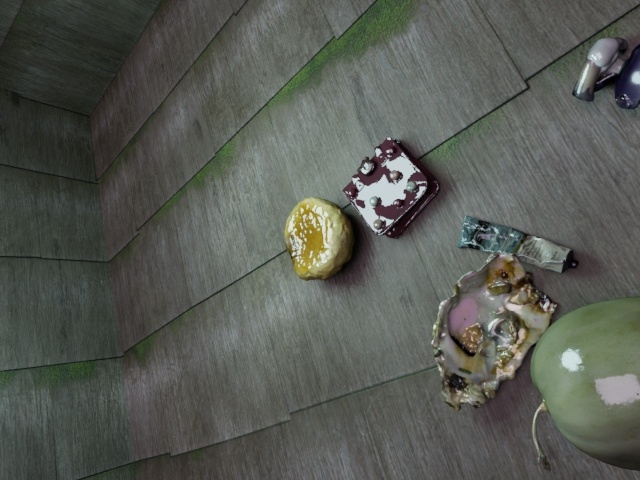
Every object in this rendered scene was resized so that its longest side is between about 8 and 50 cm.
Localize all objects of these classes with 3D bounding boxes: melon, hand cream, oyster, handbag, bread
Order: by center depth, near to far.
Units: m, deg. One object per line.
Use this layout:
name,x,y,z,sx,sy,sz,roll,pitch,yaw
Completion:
melon,0.499,0.222,0.647,0.307,0.271,0.272,-6,81,22
hand cream,0.418,0.013,0.874,0.247,0.052,0.075,21,76,45
oyster,0.346,0.196,0.882,0.201,0.107,0.355,31,97,9
handbag,0.175,-0.139,1.064,0.203,0.073,0.216,-49,58,24
bread,0.000,0.000,1.158,0.244,0.134,0.245,-6,81,42

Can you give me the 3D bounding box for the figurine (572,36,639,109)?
figurine,0.587,-0.307,0.707,0.222,0.145,0.146,30,104,39
